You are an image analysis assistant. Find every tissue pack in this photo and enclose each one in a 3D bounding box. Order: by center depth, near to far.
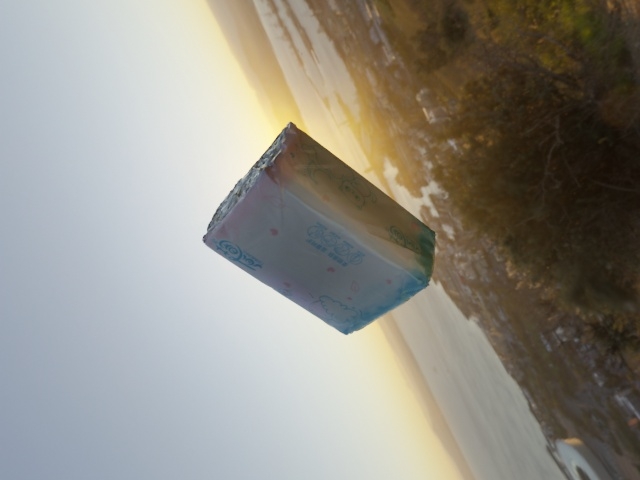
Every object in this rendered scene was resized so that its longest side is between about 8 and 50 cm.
[{"bbox_3d":[0.001,-0.001,0.717,0.271,0.201,0.124,35,-141,-18],"label":"tissue pack"}]
